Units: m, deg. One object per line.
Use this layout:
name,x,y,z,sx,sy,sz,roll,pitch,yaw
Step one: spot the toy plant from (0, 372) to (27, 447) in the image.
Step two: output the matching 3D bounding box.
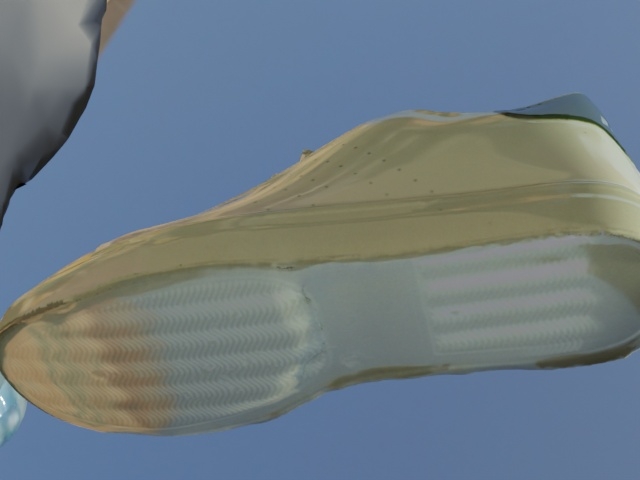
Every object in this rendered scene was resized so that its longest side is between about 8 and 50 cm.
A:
toy plant,-0.333,0.173,0.769,0.247,0.247,0.332,8,-152,37

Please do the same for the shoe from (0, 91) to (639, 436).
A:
shoe,0.000,0.000,0.632,0.363,0.132,0.160,-10,-140,13

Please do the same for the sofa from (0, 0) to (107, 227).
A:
sofa,-0.170,-0.125,0.279,0.200,0.182,0.258,8,-78,19
